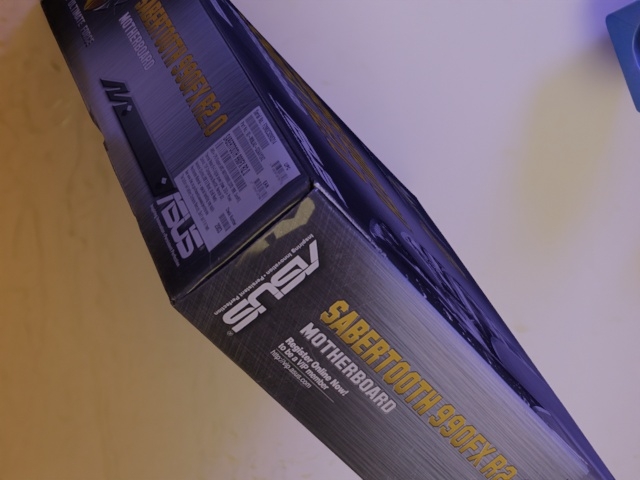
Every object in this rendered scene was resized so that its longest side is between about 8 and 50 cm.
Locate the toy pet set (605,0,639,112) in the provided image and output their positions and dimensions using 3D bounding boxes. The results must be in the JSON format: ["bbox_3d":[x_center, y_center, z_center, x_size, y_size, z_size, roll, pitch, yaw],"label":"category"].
[{"bbox_3d":[0.170,-0.080,0.771,0.114,0.065,0.122,-20,134,-53],"label":"toy pet set"}]

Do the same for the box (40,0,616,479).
[{"bbox_3d":[0.000,0.000,0.630,0.056,0.231,0.183,-41,123,7],"label":"box"}]
